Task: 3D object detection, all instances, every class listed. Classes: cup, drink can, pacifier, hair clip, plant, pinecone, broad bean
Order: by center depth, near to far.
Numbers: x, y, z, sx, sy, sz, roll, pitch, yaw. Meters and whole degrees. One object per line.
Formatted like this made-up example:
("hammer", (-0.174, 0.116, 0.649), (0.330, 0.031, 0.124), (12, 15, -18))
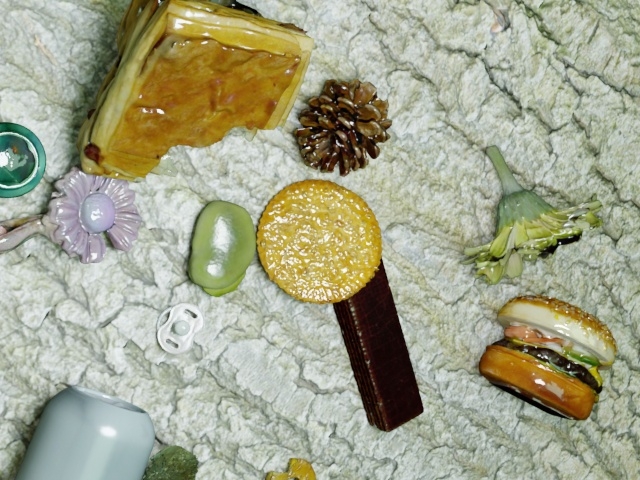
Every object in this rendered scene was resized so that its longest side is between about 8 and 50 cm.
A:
("drink can", (-0.506, -0.127, 1.549), (0.118, 0.205, 0.118), (-3, 95, -27))
("cup", (-0.412, 0.417, 1.669), (0.206, 0.205, 0.312), (25, 82, -29))
("hair clip", (-0.447, -0.031, 1.671), (0.301, 0.069, 0.172), (-19, 103, -26))
("pacifier", (-0.257, 0.158, 1.797), (0.082, 0.078, 0.099), (32, 80, -7))
("broad bean", (-0.180, 0.017, 1.819), (0.124, 0.082, 0.174), (23, 86, -27))
("pinecone", (0.042, -0.211, 1.879), (0.195, 0.150, 0.179), (-37, 118, -17))
("plant", (0.453, -0.049, 2.064), (0.306, 0.261, 0.296), (-6, 99, -40))

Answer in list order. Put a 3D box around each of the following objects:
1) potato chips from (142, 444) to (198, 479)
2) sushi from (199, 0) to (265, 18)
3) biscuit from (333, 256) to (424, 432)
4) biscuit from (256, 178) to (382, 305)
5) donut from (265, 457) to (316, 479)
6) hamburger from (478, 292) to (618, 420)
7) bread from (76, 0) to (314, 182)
("potato chips", (-0.279, 0.434, 1.792), (0.142, 0.026, 0.209), (-31, 144, -28))
("sushi", (-0.169, -0.391, 1.764), (0.226, 0.103, 0.097), (-4, 105, -35))
("biscuit", (0.109, 0.200, 2.009), (0.107, 0.073, 0.388), (-24, 107, -26))
("biscuit", (0.000, 0.000, 1.897), (0.254, 0.035, 0.253), (4, 76, -15))
("donut", (-0.062, 0.485, 1.964), (0.108, 0.043, 0.097), (-22, 106, -27))
("hamburger", (0.494, 0.246, 2.116), (0.291, 0.291, 0.225), (33, 78, -28))
("bread", (-0.221, -0.259, 1.663), (0.314, 0.191, 0.370), (5, 134, -36))
